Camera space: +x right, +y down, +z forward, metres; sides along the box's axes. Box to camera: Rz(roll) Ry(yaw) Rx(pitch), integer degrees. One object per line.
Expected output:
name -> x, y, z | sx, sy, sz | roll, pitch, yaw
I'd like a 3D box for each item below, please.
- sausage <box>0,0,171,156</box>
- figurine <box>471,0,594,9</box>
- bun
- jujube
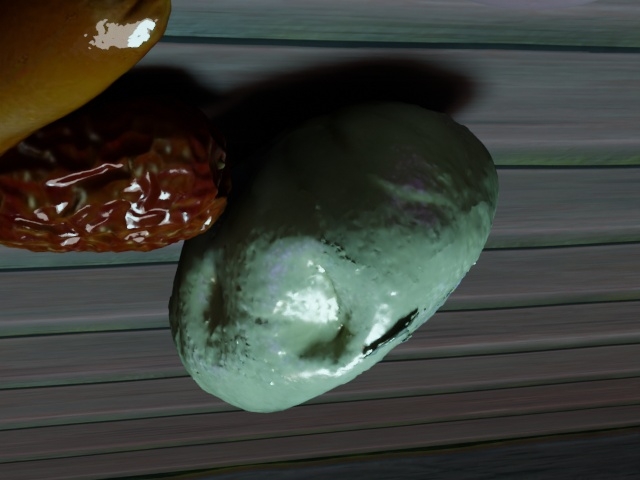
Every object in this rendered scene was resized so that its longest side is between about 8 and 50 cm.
sausage -> -0.181, -0.096, 0.950 | 0.083, 0.089, 0.300 | 10, 156, -37
figurine -> 0.085, -0.173, 0.686 | 0.173, 0.173, 0.173 | -9, 165, -2
bun -> 0.004, -0.003, 1.236 | 0.273, 0.168, 0.273 | -39, -171, 7
jujube -> -0.149, -0.044, 1.146 | 0.176, 0.109, 0.112 | -4, 130, 9
